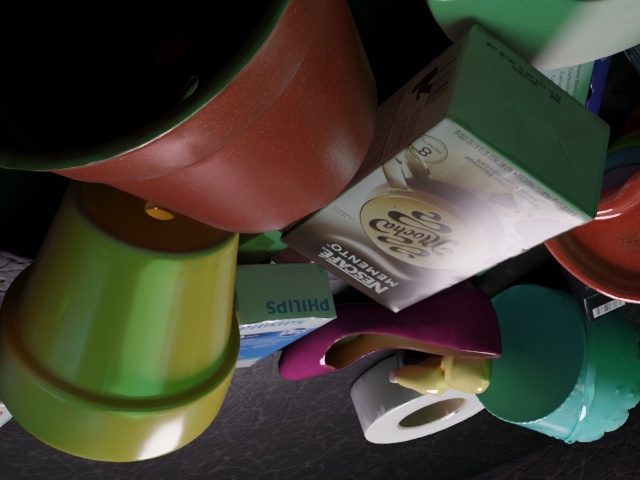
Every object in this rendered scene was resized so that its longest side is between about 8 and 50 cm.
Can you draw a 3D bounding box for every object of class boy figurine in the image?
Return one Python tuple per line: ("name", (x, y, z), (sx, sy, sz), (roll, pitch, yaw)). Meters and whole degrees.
("boy figurine", (0.202, 0.206, 1.357), (0.177, 0.092, 0.285), (-13, 176, -9))

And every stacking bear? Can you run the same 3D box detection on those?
("stacking bear", (0.398, -0.074, 0.975), (0.175, 0.164, 0.289), (-19, -157, 43))

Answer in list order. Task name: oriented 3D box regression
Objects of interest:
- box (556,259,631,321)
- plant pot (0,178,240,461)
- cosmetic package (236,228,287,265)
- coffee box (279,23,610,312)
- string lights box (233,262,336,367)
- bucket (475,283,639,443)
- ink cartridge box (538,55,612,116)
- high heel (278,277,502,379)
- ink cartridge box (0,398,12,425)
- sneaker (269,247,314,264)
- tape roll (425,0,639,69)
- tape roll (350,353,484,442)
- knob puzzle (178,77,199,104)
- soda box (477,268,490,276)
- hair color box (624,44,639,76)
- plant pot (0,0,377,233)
("box", (0.448, -0.031, 1.124), (0.261, 0.184, 0.103), (-25, 148, 9))
("plant pot", (-0.189, 0.052, 0.835), (0.254, 0.254, 0.239), (-1, 131, -31))
("cosmetic package", (-0.095, 0.004, 0.994), (0.115, 0.041, 0.060), (-29, 150, 16))
("coffee box", (0.109, -0.052, 0.809), (0.168, 0.119, 0.297), (31, 147, -16))
("string lights box", (-0.103, 0.107, 1.069), (0.133, 0.077, 0.259), (0, 159, -32))
("bucket", (0.405, 0.208, 1.433), (0.183, 0.281, 0.281), (16, 135, -40))
("ink cartridge box", (0.240, -0.124, 0.913), (0.224, 0.045, 0.223), (-23, 142, -12))
("high heel", (0.092, 0.171, 1.251), (0.377, 0.181, 0.127), (-37, 147, 28))
("ink cartridge box", (-0.508, 0.197, 1.022), (0.153, 0.087, 0.208), (-37, 146, 28))
("sneaker", (0.000, 0.000, 1.041), (0.134, 0.051, 0.070), (3, 140, -38))
("tape roll", (0.255, -0.299, 0.665), (0.392, 0.072, 0.392), (-15, 150, -9))
("tape roll", (0.208, 0.305, 1.639), (0.286, 0.100, 0.286), (-15, 151, -9))
("knob puzzle", (-0.038, -0.138, 0.799), (0.213, 0.030, 0.213), (-15, 150, -9))
("soda box", (0.265, -0.037, 1.117), (0.210, 0.071, 0.067), (-38, 146, 30))
("hair color box", (0.509, -0.160, 0.951), (0.347, 0.174, 0.105), (9, 141, -41))
("plant pot", (-0.087, -0.133, 0.564), (0.272, 0.272, 0.265), (-26, 158, 11))
